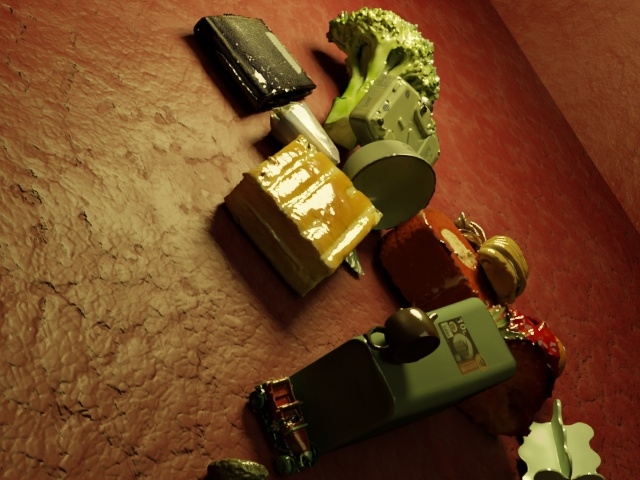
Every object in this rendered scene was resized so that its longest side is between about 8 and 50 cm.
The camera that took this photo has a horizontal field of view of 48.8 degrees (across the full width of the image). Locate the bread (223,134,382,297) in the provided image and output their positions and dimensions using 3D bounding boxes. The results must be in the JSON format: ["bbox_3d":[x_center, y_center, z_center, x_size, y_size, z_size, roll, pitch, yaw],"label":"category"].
[{"bbox_3d":[-0.027,-0.060,1.314,0.239,0.111,0.246,50,39,-1],"label":"bread"}]

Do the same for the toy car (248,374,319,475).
[{"bbox_3d":[-0.051,0.277,1.061,0.073,0.054,0.143,-4,63,-49],"label":"toy car"}]

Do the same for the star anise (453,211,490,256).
[{"bbox_3d":[0.382,0.037,1.727,0.220,0.099,0.214,54,21,10],"label":"star anise"}]

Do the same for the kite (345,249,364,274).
[{"bbox_3d":[0.001,-0.001,1.392,0.229,0.012,0.250,39,38,-14],"label":"kite"}]

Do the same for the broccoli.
[{"bbox_3d":[0.113,-0.399,1.711,0.397,0.275,0.353,-18,69,-38],"label":"broccoli"}]

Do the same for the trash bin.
[{"bbox_3d":[0.138,0.228,1.176,0.344,0.223,0.158,-7,66,-49],"label":"trash bin"}]

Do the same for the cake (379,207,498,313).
[{"bbox_3d":[0.256,0.071,1.509,0.283,0.151,0.177,54,21,3],"label":"cake"}]

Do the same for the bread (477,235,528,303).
[{"bbox_3d":[0.400,0.054,1.526,0.134,0.081,0.225,62,18,0],"label":"bread"}]

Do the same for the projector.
[{"bbox_3d":[0.186,-0.243,1.604,0.193,0.088,0.269,-54,136,-18],"label":"projector"}]

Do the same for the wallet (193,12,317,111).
[{"bbox_3d":[-0.136,-0.391,1.534,0.221,0.071,0.262,50,32,3],"label":"wallet"}]

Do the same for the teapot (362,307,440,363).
[{"bbox_3d":[0.120,0.131,1.016,0.121,0.076,0.068,-10,53,-15],"label":"teapot"}]

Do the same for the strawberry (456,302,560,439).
[{"bbox_3d":[0.363,0.237,1.386,0.280,0.253,0.150,44,40,-16],"label":"strawberry"}]

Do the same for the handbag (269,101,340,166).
[{"bbox_3d":[-0.031,-0.212,1.454,0.173,0.095,0.117,47,7,-8],"label":"handbag"}]

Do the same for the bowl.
[{"bbox_3d":[0.132,-0.132,1.499,0.211,0.211,0.112,22,35,-36],"label":"bowl"}]

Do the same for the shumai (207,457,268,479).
[{"bbox_3d":[-0.114,0.336,0.931,0.083,0.082,0.080,5,56,4],"label":"shumai"}]

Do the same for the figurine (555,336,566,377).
[{"bbox_3d":[0.448,0.270,1.582,0.271,0.143,0.143,-20,76,-33],"label":"figurine"}]

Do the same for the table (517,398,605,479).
[{"bbox_3d":[0.492,0.446,1.457,0.166,0.166,0.198,41,29,-16],"label":"table"}]
